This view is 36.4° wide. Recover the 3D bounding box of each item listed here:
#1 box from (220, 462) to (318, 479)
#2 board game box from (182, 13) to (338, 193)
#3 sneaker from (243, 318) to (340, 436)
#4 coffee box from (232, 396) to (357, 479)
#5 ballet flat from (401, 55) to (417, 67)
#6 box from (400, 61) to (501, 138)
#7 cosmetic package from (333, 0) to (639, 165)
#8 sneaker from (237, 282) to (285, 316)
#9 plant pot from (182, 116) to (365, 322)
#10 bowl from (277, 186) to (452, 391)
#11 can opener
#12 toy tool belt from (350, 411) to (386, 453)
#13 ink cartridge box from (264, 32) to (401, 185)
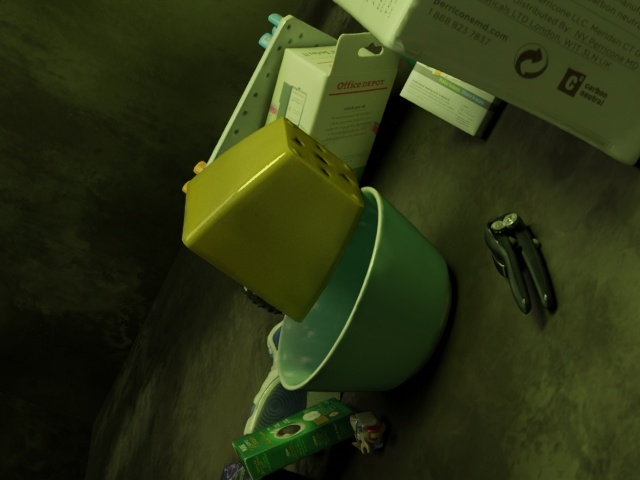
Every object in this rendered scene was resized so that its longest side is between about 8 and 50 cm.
[{"bbox_3d":[-0.102,0.449,1.583,0.207,0.108,0.153,-31,40,63],"label":"box"},{"bbox_3d":[-0.057,-0.222,1.930,0.050,0.390,0.390,36,103,32],"label":"board game box"},{"bbox_3d":[-0.034,0.223,1.684,0.315,0.127,0.182,-66,11,-23],"label":"sneaker"},{"bbox_3d":[-0.039,0.303,1.497,0.040,0.184,0.113,71,165,-8],"label":"coffee box"},{"bbox_3d":[0.249,-0.406,1.630,0.400,0.139,0.139,-25,44,70],"label":"ballet flat"},{"bbox_3d":[0.227,-0.272,1.493,0.038,0.145,0.186,3,-62,-62],"label":"box"},{"bbox_3d":[0.251,-0.339,1.159,0.327,0.329,0.393,-63,16,15],"label":"cosmetic package"},{"bbox_3d":[-0.003,0.054,1.608,0.108,0.272,0.100,-86,-10,-62],"label":"sneaker"},{"bbox_3d":[-0.054,-0.049,1.403,0.187,0.212,0.212,-47,22,17],"label":"plant pot"},{"bbox_3d":[0.076,0.096,1.411,0.311,0.163,0.311,-55,20,32],"label":"bowl"},{"bbox_3d":[0.246,0.026,1.188,0.059,0.073,0.186,-23,30,6],"label":"can opener"},{"bbox_3d":[0.071,0.282,1.395,0.083,0.052,0.051,-139,42,-76],"label":"toy tool belt"},{"bbox_3d":[0.014,-0.250,1.834,0.119,0.207,0.353,37,123,31],"label":"ink cartridge box"}]
